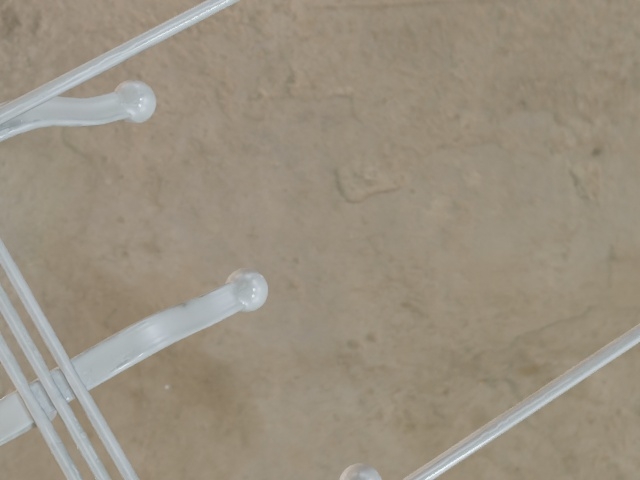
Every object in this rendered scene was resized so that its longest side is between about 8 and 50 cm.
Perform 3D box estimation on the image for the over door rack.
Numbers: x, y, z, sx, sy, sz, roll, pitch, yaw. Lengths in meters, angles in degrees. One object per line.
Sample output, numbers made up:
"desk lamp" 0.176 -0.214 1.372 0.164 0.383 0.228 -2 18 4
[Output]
"over door rack" 0.000 0.000 0.376 0.324 0.108 0.239 -31 87 1
